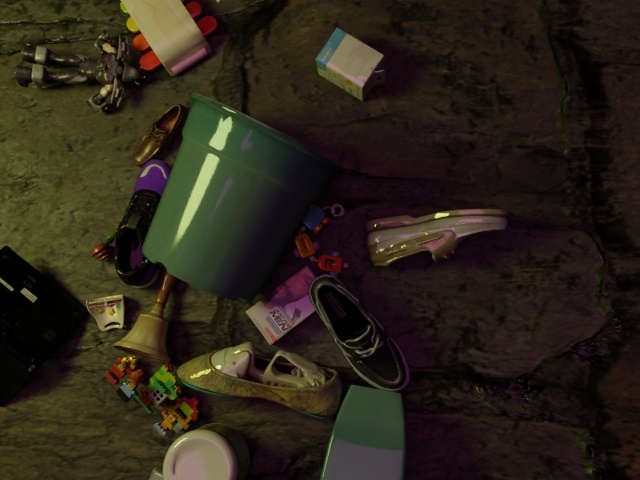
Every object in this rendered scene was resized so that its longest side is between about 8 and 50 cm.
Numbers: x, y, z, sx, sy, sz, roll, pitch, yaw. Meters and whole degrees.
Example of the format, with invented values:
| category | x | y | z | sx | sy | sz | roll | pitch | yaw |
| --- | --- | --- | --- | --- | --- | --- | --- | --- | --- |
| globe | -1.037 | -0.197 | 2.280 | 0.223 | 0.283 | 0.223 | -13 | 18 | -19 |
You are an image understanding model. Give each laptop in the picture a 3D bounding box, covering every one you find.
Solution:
| category | x | y | z | sx | sy | sz | roll | pitch | yaw |
| --- | --- | --- | --- | --- | --- | --- | --- | --- | --- |
| laptop | -0.701 | 0.192 | 1.472 | 0.234 | 0.137 | 0.264 | 43 | 62 | -13 |

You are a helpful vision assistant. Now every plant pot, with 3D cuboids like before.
| category | x | y | z | sx | sy | sz | roll | pitch | yaw |
| --- | --- | --- | --- | --- | --- | --- | --- | --- | --- |
| plant pot | -0.180 | -0.074 | 1.369 | 0.341 | 0.341 | 0.334 | 27 | 93 | 8 |
| plant pot | 0.093 | 0.418 | 1.347 | 0.166 | 0.165 | 0.234 | 9 | 76 | 5 |

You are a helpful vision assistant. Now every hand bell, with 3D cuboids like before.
| category | x | y | z | sx | sy | sz | roll | pitch | yaw |
| --- | --- | --- | --- | --- | --- | --- | --- | --- | --- |
| hand bell | -0.351 | 0.134 | 1.461 | 0.126 | 0.126 | 0.241 | 13 | 71 | 6 |

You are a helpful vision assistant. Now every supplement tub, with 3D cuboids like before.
| category | x | y | z | sx | sy | sz | roll | pitch | yaw |
| --- | --- | --- | --- | --- | --- | --- | --- | --- | --- |
| supplement tub | -0.222 | 0.446 | 1.342 | 0.145 | 0.199 | 0.144 | -1 | 80 | 3 |

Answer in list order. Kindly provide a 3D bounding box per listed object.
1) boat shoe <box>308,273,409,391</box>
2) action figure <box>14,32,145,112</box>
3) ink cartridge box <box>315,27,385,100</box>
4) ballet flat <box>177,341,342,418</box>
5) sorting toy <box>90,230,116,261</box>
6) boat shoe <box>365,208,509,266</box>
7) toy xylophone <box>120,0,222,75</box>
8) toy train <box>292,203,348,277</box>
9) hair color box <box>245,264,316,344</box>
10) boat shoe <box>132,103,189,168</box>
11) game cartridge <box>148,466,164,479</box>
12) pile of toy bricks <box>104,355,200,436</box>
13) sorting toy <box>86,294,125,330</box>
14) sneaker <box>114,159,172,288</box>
| category | x | y | z | sx | sy | sz | roll | pitch | yaw |
| --- | --- | --- | --- | --- | --- | --- | --- | --- | --- |
| boat shoe | 0.085 | 0.199 | 1.380 | 0.108 | 0.102 | 0.301 | -35 | 96 | -2 |
| action figure | -0.546 | -0.396 | 1.546 | 0.285 | 0.099 | 0.185 | 6 | 75 | 1 |
| ink cartridge box | 0.075 | -0.388 | 1.494 | 0.143 | 0.092 | 0.089 | 34 | 86 | 9 |
| ballet flat | -0.122 | 0.275 | 1.397 | 0.349 | 0.123 | 0.123 | 14 | 83 | 2 |
| sorting toy | -0.468 | 0.015 | 1.496 | 0.102 | 0.061 | 0.042 | -34 | 95 | 26 |
| boat shoe | 0.250 | -0.005 | 1.424 | 0.303 | 0.113 | 0.103 | -7 | 83 | 14 |
| toy xylophone | -0.359 | -0.555 | 1.557 | 0.236 | 0.081 | 0.322 | -25 | 81 | 0 |
| toy train | 0.000 | 0.000 | 1.472 | 0.125 | 0.046 | 0.166 | 7 | 75 | -13 |
| hair color box | -0.067 | 0.141 | 1.450 | 0.167 | 0.053 | 0.093 | -38 | 81 | -3 |
| boat shoe | -0.370 | -0.243 | 1.524 | 0.064 | 0.060 | 0.178 | 40 | 87 | 9 |
| game cartridge | -0.252 | 0.623 | 1.397 | 0.295 | 0.060 | 0.195 | 20 | 88 | 7 |
| pile of toy bricks | -0.344 | 0.306 | 1.411 | 0.212 | 0.118 | 0.105 | 45 | 95 | 8 |
| sorting toy | -0.468 | 0.162 | 1.485 | 0.083 | 0.045 | 0.075 | -9 | 89 | 3 |
| sneaker | -0.382 | -0.042 | 1.452 | 0.102 | 0.146 | 0.293 | 8 | 83 | 6 |
